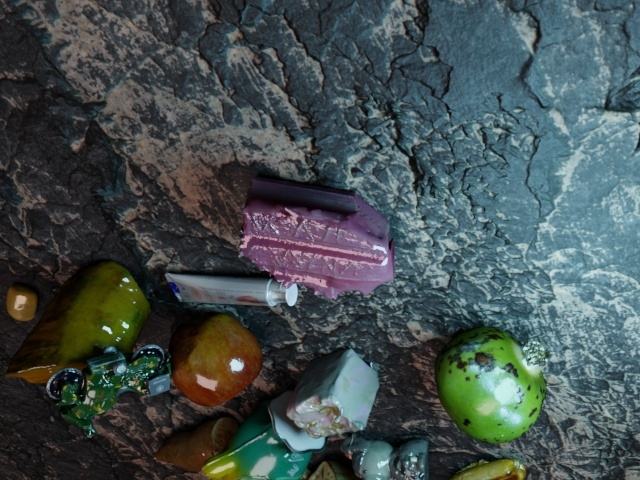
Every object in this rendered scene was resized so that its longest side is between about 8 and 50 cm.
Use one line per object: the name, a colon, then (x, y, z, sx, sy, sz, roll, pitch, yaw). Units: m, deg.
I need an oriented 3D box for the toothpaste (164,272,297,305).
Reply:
toothpaste: (-0.213, 0.117, 1.685, 0.323, 0.066, 0.100, 1, 135, 22)

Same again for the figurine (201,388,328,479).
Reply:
figurine: (-0.139, 0.563, 1.940, 0.324, 0.231, 0.340, 10, 134, -41)

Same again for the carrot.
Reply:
carrot: (-0.569, 0.238, 1.742, 0.242, 0.340, 0.241, 15, 146, 11)

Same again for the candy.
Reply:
candy: (0.037, 0.372, 1.747, 0.185, 0.195, 0.137, -24, 115, 37)

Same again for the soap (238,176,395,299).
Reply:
soap: (0.000, 0.000, 1.472, 0.325, 0.127, 0.220, 11, 133, 6)

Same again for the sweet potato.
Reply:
sweet potato: (-0.377, 0.621, 2.123, 0.337, 0.131, 0.131, -29, 117, 34)

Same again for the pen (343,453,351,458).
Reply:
pen: (0.172, 0.654, 2.051, 0.239, 0.028, 0.028, 29, 132, -9)

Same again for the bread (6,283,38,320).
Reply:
bread: (-0.796, 0.170, 1.909, 0.082, 0.056, 0.115, 25, 132, -6)

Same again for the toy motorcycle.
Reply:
toy motorcycle: (-0.465, 0.335, 1.616, 0.125, 0.275, 0.187, 37, 133, 49)

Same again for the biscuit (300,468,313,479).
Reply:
biscuit: (-0.122, 0.772, 2.233, 0.184, 0.047, 0.319, 18, 133, 4)

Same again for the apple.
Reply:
apple: (-0.259, 0.279, 1.735, 0.230, 0.230, 0.230, 9, 132, 10)

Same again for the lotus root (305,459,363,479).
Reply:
lotus root: (0.059, 0.756, 2.067, 0.180, 0.188, 0.199, 24, 113, -33)

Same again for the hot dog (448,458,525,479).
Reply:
hot dog: (0.433, 0.634, 1.930, 0.104, 0.076, 0.250, 22, 140, -29)

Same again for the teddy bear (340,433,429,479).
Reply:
teddy bear: (0.185, 0.618, 1.941, 0.251, 0.144, 0.171, -8, 134, 26)

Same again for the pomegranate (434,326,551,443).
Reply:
pomegranate: (0.374, 0.301, 1.554, 0.254, 0.254, 0.270, 35, 119, -14)
